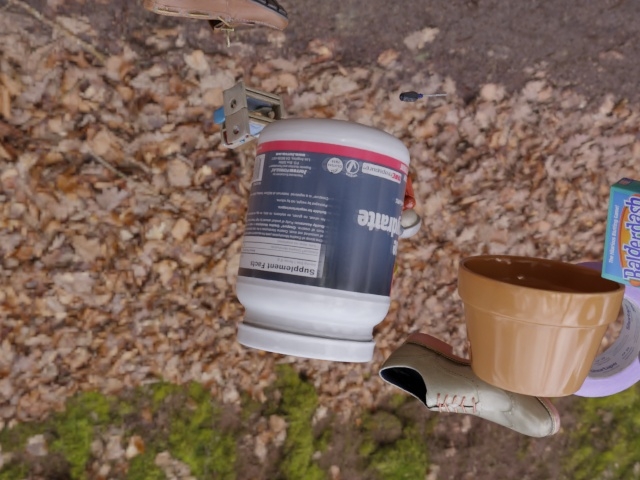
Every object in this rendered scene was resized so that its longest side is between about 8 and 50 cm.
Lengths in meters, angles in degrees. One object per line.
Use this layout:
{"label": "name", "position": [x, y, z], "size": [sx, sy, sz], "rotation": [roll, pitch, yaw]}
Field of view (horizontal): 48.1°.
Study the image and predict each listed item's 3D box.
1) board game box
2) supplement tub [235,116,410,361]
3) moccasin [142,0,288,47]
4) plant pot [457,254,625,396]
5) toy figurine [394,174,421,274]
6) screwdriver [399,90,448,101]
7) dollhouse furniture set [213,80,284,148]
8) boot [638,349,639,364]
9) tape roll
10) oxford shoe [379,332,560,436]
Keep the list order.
{"label": "board game box", "position": [0.526, 0.008, 1.047], "size": [0.047, 0.160, 0.210], "rotation": [-27, -147, -36]}
{"label": "supplement tub", "position": [0.000, 0.000, 0.881], "size": [0.191, 0.272, 0.191], "rotation": [8, 177, 0]}
{"label": "moccasin", "position": [-0.251, -0.574, 1.775], "size": [0.380, 0.139, 0.147], "rotation": [-3, 133, -40]}
{"label": "plant pot", "position": [0.387, 0.154, 1.310], "size": [0.291, 0.203, 0.291], "rotation": [5, -170, -1]}
{"label": "toy figurine", "position": [0.051, -0.030, 1.193], "size": [0.213, 0.209, 0.148], "rotation": [-2, 122, 23]}
{"label": "screwdriver", "position": [0.245, -0.339, 1.662], "size": [0.170, 0.024, 0.025], "rotation": [-17, 138, -38]}
{"label": "dollhouse furniture set", "position": [-0.189, -0.258, 1.645], "size": [0.184, 0.128, 0.129], "rotation": [-17, 164, 39]}
{"label": "boot", "position": [0.410, 0.157, 0.712], "size": [0.190, 0.076, 0.208], "rotation": [23, -169, 26]}
{"label": "tape roll", "position": [0.577, 0.187, 1.514], "size": [0.275, 0.274, 0.090], "rotation": [-7, -164, -5]}
{"label": "oxford shoe", "position": [0.301, 0.329, 1.506], "size": [0.397, 0.140, 0.147], "rotation": [17, -143, 43]}
